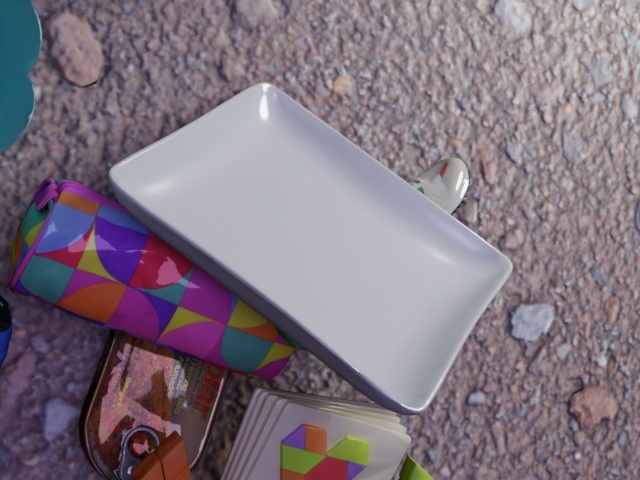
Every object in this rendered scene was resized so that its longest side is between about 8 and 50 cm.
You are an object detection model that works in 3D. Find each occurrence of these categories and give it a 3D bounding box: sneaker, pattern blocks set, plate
[{"bbox_3d":[0.067,-0.033,1.042,0.161,0.057,0.075,-46,110,-17],"label":"sneaker"},{"bbox_3d":[-0.020,0.211,0.933,0.285,0.026,0.324,4,109,-31],"label":"pattern blocks set"},{"bbox_3d":[0.000,0.000,0.908,0.277,0.045,0.278,38,31,5],"label":"plate"}]

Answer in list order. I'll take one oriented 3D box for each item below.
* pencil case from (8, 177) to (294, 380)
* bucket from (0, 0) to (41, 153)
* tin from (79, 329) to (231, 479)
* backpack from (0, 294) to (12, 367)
[{"bbox_3d":[-0.120,0.029,0.897,0.236,0.104,0.104,20,79,-23],"label":"pencil case"},{"bbox_3d":[-0.346,-0.127,0.768,0.281,0.183,0.281,-6,99,-37],"label":"bucket"},{"bbox_3d":[-0.131,0.114,0.957,0.106,0.040,0.189,22,77,-17],"label":"tin"},{"bbox_3d":[-0.294,0.075,0.858,0.120,0.098,0.101,8,112,-23],"label":"backpack"}]
